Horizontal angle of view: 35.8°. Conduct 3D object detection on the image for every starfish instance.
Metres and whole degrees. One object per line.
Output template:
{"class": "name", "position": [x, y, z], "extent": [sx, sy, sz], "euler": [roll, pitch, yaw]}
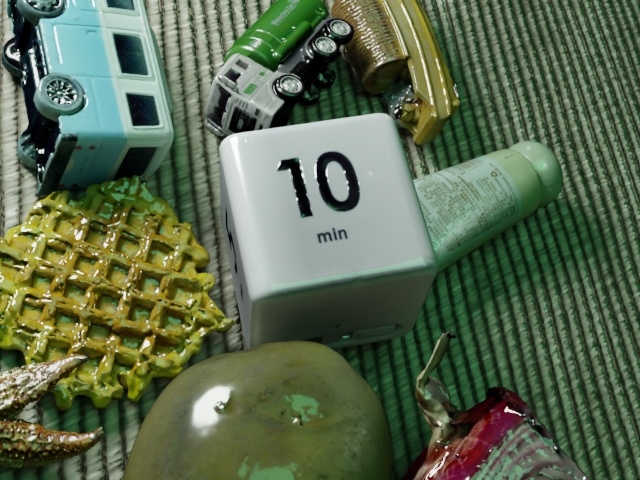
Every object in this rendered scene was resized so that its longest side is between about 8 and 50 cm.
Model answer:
{"class": "starfish", "position": [-0.325, 0.179, 0.942], "extent": [0.227, 0.043, 0.240], "euler": [-12, 77, -9]}

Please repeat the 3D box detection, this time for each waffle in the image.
{"class": "waffle", "position": [-0.231, 0.052, 1.062], "extent": [0.254, 0.052, 0.245], "euler": [-30, 78, -31]}

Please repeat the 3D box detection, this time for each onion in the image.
{"class": "onion", "position": [0.159, 0.289, 0.969], "extent": [0.230, 0.256, 0.272], "euler": [-44, 63, -8]}

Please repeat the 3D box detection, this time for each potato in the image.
{"class": "potato", "position": [-0.062, 0.242, 0.917], "extent": [0.243, 0.221, 0.326], "euler": [20, 61, -10]}

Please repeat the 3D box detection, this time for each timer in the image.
{"class": "timer", "position": [0.000, 0.000, 1.078], "extent": [0.193, 0.194, 0.195], "euler": [-9, 66, -10]}

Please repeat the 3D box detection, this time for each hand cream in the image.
{"class": "hand cream", "position": [0.180, -0.043, 1.260], "extent": [0.306, 0.093, 0.147], "euler": [-23, 68, -29]}

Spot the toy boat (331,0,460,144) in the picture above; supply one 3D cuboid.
{"class": "toy boat", "position": [0.089, -0.270, 1.354], "extent": [0.115, 0.089, 0.310], "euler": [-4, 63, -27]}

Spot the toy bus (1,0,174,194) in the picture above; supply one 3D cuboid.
{"class": "toy bus", "position": [-0.268, -0.199, 1.144], "extent": [0.165, 0.133, 0.271], "euler": [-3, 66, -29]}

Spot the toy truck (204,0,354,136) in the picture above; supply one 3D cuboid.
{"class": "toy truck", "position": [-0.052, -0.225, 1.267], "extent": [0.125, 0.101, 0.242], "euler": [32, 52, 3]}
